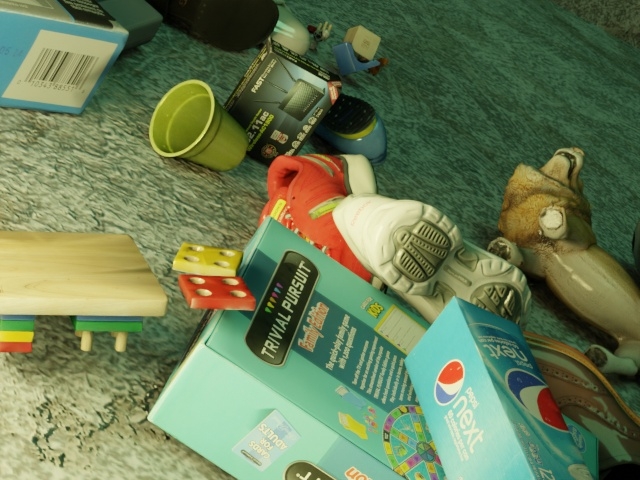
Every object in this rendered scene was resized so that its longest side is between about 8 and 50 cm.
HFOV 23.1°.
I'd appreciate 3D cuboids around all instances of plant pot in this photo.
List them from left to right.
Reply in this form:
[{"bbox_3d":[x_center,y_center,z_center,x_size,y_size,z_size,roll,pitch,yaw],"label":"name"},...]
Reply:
[{"bbox_3d":[-0.114,-0.107,1.571,0.079,0.083,0.083,31,16,-46],"label":"plant pot"}]

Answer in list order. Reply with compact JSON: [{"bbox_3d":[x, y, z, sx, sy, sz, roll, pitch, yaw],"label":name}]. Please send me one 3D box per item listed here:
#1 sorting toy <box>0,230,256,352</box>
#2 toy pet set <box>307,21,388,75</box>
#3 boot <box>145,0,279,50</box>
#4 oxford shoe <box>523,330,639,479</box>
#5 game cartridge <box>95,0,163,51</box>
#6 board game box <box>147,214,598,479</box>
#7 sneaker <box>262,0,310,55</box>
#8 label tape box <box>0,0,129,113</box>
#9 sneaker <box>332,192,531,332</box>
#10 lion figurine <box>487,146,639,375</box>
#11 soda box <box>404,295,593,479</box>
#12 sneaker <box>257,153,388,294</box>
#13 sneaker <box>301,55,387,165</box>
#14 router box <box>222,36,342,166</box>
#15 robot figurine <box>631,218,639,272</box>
[{"bbox_3d":[-0.178,0.037,1.097,0.275,0.046,0.132,1,20,-20],"label":"sorting toy"},{"bbox_3d":[0.042,-0.256,2.224,0.122,0.065,0.114,28,-15,-24],"label":"toy pet set"},{"bbox_3d":[-0.194,-0.353,1.992,0.263,0.091,0.229,14,28,-40],"label":"boot"},{"bbox_3d":[0.234,0.174,1.429,0.271,0.097,0.098,33,25,-4],"label":"oxford shoe"},{"bbox_3d":[-0.323,-0.302,1.723,0.297,0.062,0.198,35,15,4],"label":"game cartridge"},{"bbox_3d":[0.056,0.145,1.196,0.336,0.079,0.254,34,23,-4],"label":"board game box"},{"bbox_3d":[-0.113,-0.367,2.111,0.290,0.123,0.106,40,18,12],"label":"sneaker"},{"bbox_3d":[-0.376,-0.261,1.460,0.334,0.106,0.241,43,21,24],"label":"label tape box"},{"bbox_3d":[0.096,0.022,1.354,0.232,0.090,0.115,45,-7,-40],"label":"sneaker"},{"bbox_3d":[0.335,0.060,1.845,0.392,0.142,0.240,56,17,16],"label":"lion figurine"},{"bbox_3d":[0.127,0.136,1.118,0.067,0.071,0.210,24,26,-26],"label":"soda box"},{"bbox_3d":[0.000,0.000,1.499,0.118,0.107,0.279,7,25,-14],"label":"sneaker"},{"bbox_3d":[0.007,-0.153,1.905,0.209,0.069,0.082,40,-15,41],"label":"sneaker"},{"bbox_3d":[-0.047,-0.144,1.682,0.092,0.122,0.038,27,25,-20],"label":"router box"},{"bbox_3d":[0.528,0.043,2.100,0.174,0.209,0.278,2,32,-19],"label":"robot figurine"}]
